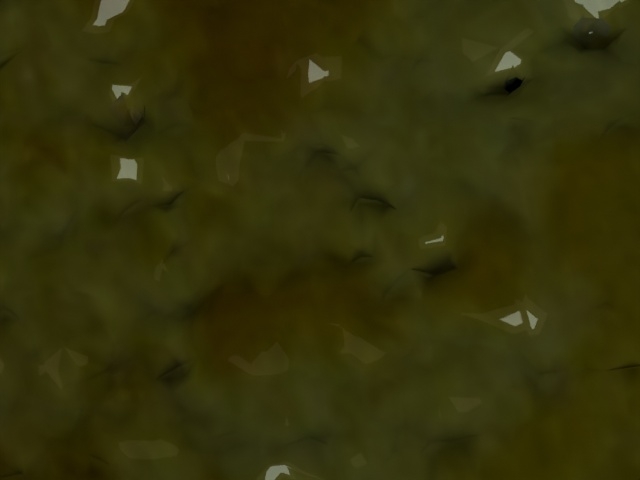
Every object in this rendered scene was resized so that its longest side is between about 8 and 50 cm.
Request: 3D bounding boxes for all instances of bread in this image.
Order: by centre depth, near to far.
[{"bbox_3d":[0.000,0.000,0.544,0.398,0.215,0.398,-1,82,4],"label":"bread"}]
